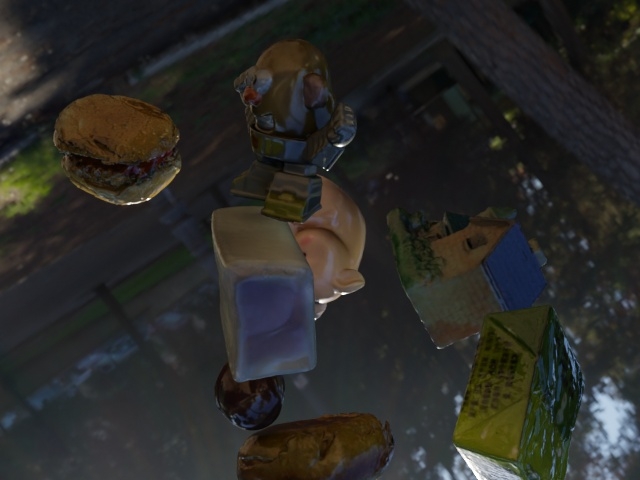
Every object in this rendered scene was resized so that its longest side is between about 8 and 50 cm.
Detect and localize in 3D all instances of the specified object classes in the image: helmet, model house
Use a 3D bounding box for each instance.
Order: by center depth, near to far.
[{"bbox_3d":[-0.138,0.324,1.921,0.155,0.175,0.106,6,-168,-15],"label":"helmet"},{"bbox_3d":[0.323,0.031,1.970,0.280,0.245,0.312,-25,-148,12],"label":"model house"}]

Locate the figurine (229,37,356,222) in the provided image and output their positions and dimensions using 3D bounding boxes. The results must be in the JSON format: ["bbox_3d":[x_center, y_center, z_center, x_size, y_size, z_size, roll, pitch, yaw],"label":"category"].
[{"bbox_3d":[-0.055,-0.196,1.554,0.167,0.342,0.285,-14,120,-53],"label":"figurine"}]

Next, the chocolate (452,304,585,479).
[{"bbox_3d":[0.355,0.303,1.623,0.137,0.301,0.288,2,-123,30],"label":"chocolate"}]

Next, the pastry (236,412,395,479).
[{"bbox_3d":[-0.013,0.472,2.029,0.356,0.163,0.356,-11,179,0],"label":"pastry"}]

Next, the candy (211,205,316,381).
[{"bbox_3d":[-0.104,0.078,1.592,0.145,0.208,0.358,-6,-163,-8],"label":"candy"}]

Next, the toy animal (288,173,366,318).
[{"bbox_3d":[-0.002,0.003,2.031,0.195,0.213,0.256,-38,-153,54],"label":"toy animal"}]

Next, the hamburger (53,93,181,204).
[{"bbox_3d":[-0.392,-0.173,1.797,0.244,0.244,0.163,-39,149,-43],"label":"hamburger"}]
